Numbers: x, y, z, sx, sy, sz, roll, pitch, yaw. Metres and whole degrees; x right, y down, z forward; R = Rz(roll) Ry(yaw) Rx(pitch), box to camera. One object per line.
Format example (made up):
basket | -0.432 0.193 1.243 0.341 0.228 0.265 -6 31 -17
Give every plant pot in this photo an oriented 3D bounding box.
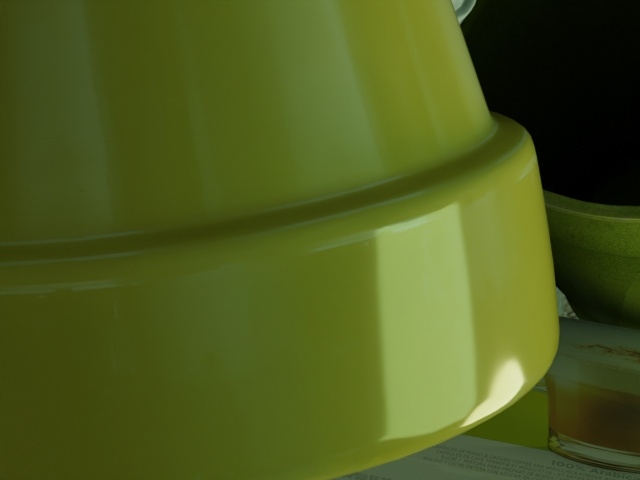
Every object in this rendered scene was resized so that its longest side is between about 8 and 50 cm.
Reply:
plant pot | 0.290 -0.076 1.328 0.353 0.367 0.366 65 38 -54
plant pot | -0.052 -0.061 0.580 0.254 0.254 0.239 -41 125 -68

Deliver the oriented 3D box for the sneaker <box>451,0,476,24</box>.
sneaker | 0.094 -0.188 1.063 0.137 0.210 0.365 -63 159 -46

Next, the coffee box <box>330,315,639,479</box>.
coffee box | 0.117 0.253 1.227 0.334 0.338 0.338 -45 142 -67
